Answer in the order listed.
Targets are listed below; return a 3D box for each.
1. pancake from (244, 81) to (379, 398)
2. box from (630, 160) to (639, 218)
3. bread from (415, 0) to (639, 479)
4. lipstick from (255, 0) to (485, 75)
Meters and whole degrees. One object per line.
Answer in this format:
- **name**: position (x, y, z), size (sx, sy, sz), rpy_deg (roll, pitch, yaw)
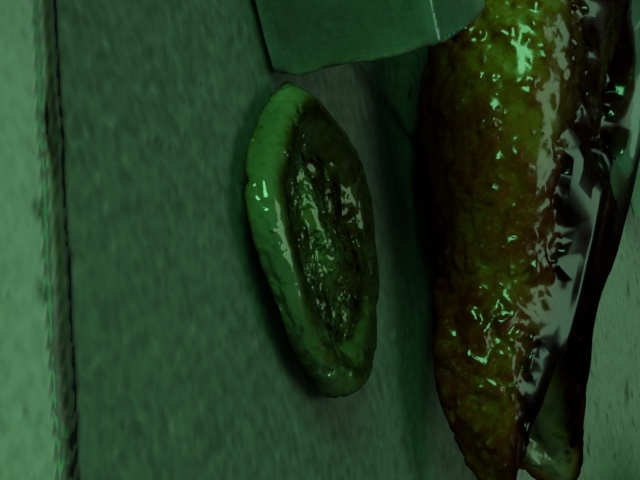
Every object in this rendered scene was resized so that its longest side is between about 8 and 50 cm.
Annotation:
- **pancake**: position (0.000, -0.001, 0.546), size (0.108, 0.017, 0.108), rpy_deg (-11, 90, -72)
- **box**: position (0.264, -0.165, 1.130), size (0.274, 0.116, 0.203), rpy_deg (-56, 132, -59)
- **bread**: position (0.082, -0.029, 0.680), size (0.139, 0.095, 0.269), rpy_deg (25, 73, -62)
- **lipstick**: position (-0.017, -0.216, 0.523), size (0.068, 0.066, 0.317), rpy_deg (-45, 123, -64)
